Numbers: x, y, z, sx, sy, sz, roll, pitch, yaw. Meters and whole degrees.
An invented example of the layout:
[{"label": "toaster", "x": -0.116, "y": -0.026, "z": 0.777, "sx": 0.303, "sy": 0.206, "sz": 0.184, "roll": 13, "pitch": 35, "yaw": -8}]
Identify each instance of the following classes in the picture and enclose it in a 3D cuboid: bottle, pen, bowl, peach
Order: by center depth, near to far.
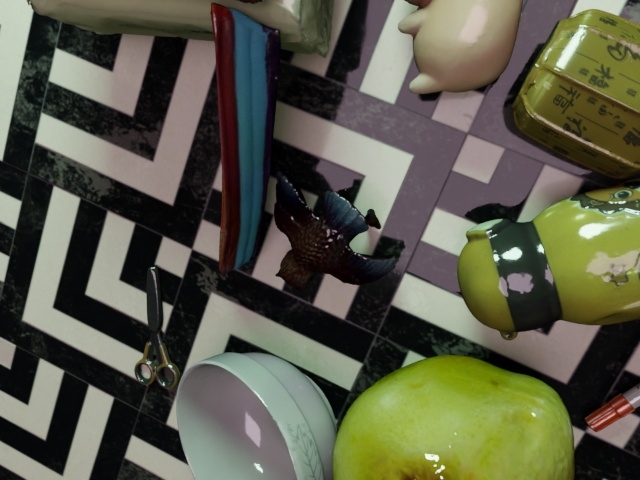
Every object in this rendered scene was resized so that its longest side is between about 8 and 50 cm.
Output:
[{"label": "bottle", "x": 0.346, "y": 0.019, "z": 0.647, "sx": 0.352, "sy": 0.171, "sz": 0.171, "roll": -16, "pitch": 97, "yaw": 16}, {"label": "peach", "x": 0.161, "y": 0.295, "z": 0.685, "sx": 0.282, "sy": 0.316, "sz": 0.313, "roll": 28, "pitch": 114, "yaw": 23}, {"label": "pen", "x": 0.470, "y": 0.190, "z": 0.724, "sx": 0.239, "sy": 0.028, "sz": 0.028, "roll": -42, "pitch": 89, "yaw": 18}, {"label": "bowl", "x": -0.078, "y": 0.294, "z": 0.796, "sx": 0.287, "sy": 0.144, "sz": 0.286, "roll": 14, "pitch": 111, "yaw": 42}]

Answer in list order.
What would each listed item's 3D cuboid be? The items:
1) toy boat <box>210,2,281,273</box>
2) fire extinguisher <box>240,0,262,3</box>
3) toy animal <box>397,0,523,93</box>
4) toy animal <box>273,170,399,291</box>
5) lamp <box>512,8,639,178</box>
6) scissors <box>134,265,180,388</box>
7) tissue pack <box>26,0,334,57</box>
[{"label": "toy boat", "x": -0.108, "y": -0.113, "z": 0.704, "sx": 0.080, "sy": 0.136, "sz": 0.391, "roll": 1, "pitch": 135, "yaw": -12}, {"label": "fire extinguisher", "x": -0.214, "y": -0.314, "z": 0.554, "sx": 0.337, "sy": 0.106, "sz": 0.147, "roll": 16, "pitch": 133, "yaw": 11}, {"label": "toy animal", "x": 0.163, "y": -0.306, "z": 0.636, "sx": 0.154, "sy": 0.166, "sz": 0.249, "roll": -9, "pitch": 109, "yaw": 24}, {"label": "toy animal", "x": -0.005, "y": 0.006, "z": 0.764, "sx": 0.219, "sy": 0.116, "sz": 0.179, "roll": 39, "pitch": 107, "yaw": -2}, {"label": "lamp", "x": 0.334, "y": -0.168, "z": 0.619, "sx": 0.185, "sy": 0.161, "sz": 0.161, "roll": 28, "pitch": 106, "yaw": 10}, {"label": "scissors", "x": -0.287, "y": 0.151, "z": 0.918, "sx": 0.088, "sy": 0.017, "sz": 0.219, "roll": 5, "pitch": 102, "yaw": 17}, {"label": "tissue pack", "x": -0.161, "y": -0.407, "z": 0.673, "sx": 0.381, "sy": 0.207, "sz": 0.296, "roll": 12, "pitch": 104, "yaw": 12}]
